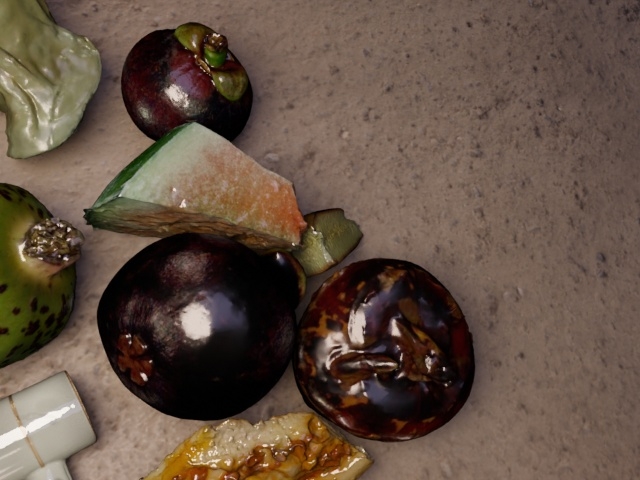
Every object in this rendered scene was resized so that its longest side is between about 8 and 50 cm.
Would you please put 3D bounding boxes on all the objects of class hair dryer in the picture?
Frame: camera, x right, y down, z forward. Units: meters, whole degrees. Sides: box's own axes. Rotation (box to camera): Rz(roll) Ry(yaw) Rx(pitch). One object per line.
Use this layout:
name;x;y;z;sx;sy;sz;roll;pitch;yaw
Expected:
hair dryer;-0.333;0.364;0.767;0.173;0.107;0.357;-25;86;-25

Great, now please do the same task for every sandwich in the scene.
sandwich;0.000;0.000;1.005;0.096;0.258;0.094;-25;90;14

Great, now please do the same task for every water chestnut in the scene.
water chestnut;0.110;0.164;0.910;0.300;0.300;0.300;8;67;-18

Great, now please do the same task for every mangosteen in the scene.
mangosteen;-0.217;-0.256;0.982;0.216;0.216;0.216;8;67;-18
mangosteen;-0.144;0.105;0.848;0.275;0.275;0.302;54;40;5

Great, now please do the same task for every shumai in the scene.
shumai;-0.452;-0.290;0.849;0.289;0.292;0.329;23;99;2

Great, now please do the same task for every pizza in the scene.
pizza;-0.093;0.326;0.839;0.366;0.074;0.182;0;114;-22

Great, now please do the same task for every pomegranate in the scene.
pomegranate;-0.421;0.038;0.757;0.271;0.254;0.254;-24;75;18

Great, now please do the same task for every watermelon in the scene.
watermelon;-0.190;-0.075;0.914;0.302;0.264;0.151;13;78;-24
